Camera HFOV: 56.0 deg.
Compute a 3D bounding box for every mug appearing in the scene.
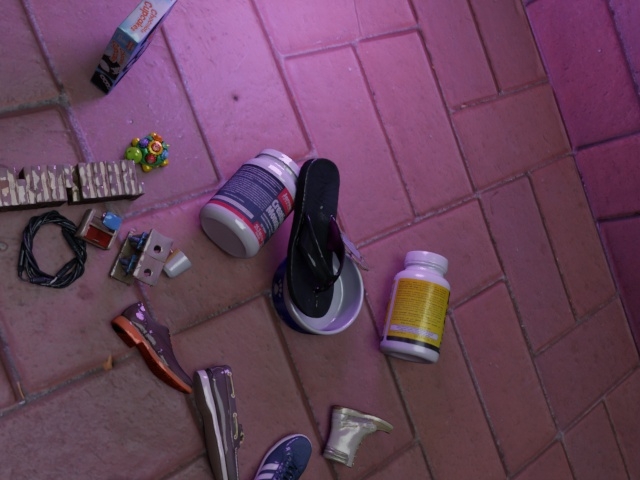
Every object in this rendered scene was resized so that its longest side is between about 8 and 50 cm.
[{"bbox_3d":[-0.388,0.062,1.586,0.064,0.078,0.062,-43,139,-21],"label":"mug"}]

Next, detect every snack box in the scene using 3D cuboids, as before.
[{"bbox_3d":[-0.452,-0.490,1.460,0.060,0.322,0.187,38,65,-20],"label":"snack box"}]

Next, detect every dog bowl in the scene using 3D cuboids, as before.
[{"bbox_3d":[-0.007,0.147,1.782,0.264,0.104,0.265,6,79,-32],"label":"dog bowl"}]

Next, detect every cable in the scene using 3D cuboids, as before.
[{"bbox_3d":[-0.632,0.019,1.433,0.150,0.047,0.185,11,76,-31],"label":"cable"}]

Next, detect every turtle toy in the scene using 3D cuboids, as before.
[{"bbox_3d":[-0.453,-0.231,1.574,0.130,0.066,0.095,-26,97,-33],"label":"turtle toy"}]

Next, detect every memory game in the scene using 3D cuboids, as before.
[{"bbox_3d":[0.089,0.021,1.839,0.012,0.186,0.186,-39,109,12],"label":"memory game"}]

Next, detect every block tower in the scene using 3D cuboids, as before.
[{"bbox_3d":[-0.605,-0.134,1.447,0.335,0.091,0.097,-7,87,-34],"label":"block tower"}]

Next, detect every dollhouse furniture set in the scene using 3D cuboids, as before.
[{"bbox_3d":[-0.485,0.019,1.458,0.183,0.129,0.129,33,66,-38],"label":"dollhouse furniture set"}]

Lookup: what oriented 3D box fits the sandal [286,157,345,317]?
[{"bbox_3d":[-0.002,-0.001,1.641,0.167,0.107,0.446,-3,97,-42],"label":"sandal"}]

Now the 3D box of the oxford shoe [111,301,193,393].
[{"bbox_3d":[-0.400,0.273,1.518,0.271,0.097,0.098,54,54,-15],"label":"oxford shoe"}]

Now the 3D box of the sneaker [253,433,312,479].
[{"bbox_3d":[-0.120,0.673,1.603,0.131,0.148,0.350,52,60,-16],"label":"sneaker"}]

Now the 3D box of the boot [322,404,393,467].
[{"bbox_3d":[0.113,0.599,1.808,0.213,0.077,0.165,23,70,-23],"label":"boot"}]

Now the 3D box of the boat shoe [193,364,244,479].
[{"bbox_3d":[-0.250,0.490,1.570,0.096,0.116,0.324,-10,82,-30],"label":"boat shoe"}]

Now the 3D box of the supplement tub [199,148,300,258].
[{"bbox_3d":[-0.182,-0.102,1.655,0.191,0.191,0.272,48,62,-18],"label":"supplement tub"}]

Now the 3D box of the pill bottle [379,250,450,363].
[{"bbox_3d":[0.312,0.212,1.928,0.188,0.188,0.334,23,71,-28],"label":"pill bottle"}]
